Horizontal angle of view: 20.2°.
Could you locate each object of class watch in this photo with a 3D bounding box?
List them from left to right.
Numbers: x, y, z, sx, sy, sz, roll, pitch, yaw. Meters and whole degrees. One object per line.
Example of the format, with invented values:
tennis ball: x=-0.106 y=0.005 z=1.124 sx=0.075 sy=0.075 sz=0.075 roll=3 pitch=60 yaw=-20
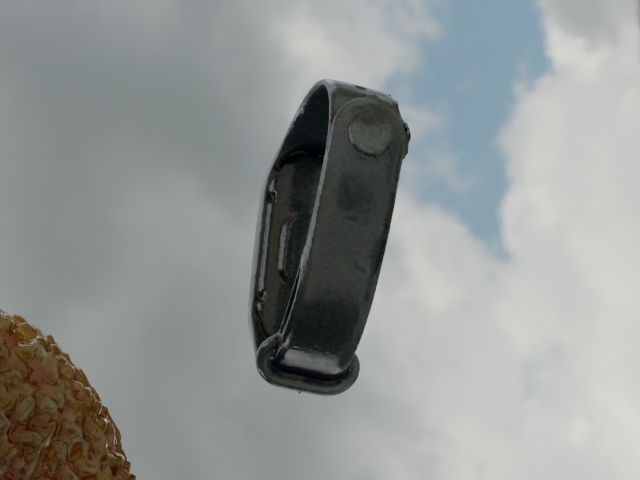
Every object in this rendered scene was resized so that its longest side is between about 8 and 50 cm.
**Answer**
watch: x=0.000 y=0.000 z=1.187 sx=0.068 sy=0.193 sz=0.206 roll=11 pitch=-101 yaw=-11

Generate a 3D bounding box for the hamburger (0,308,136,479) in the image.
hamburger: x=-0.275 y=0.173 z=1.051 sx=0.330 sy=0.250 sz=0.330 roll=-12 pitch=-69 yaw=-32
